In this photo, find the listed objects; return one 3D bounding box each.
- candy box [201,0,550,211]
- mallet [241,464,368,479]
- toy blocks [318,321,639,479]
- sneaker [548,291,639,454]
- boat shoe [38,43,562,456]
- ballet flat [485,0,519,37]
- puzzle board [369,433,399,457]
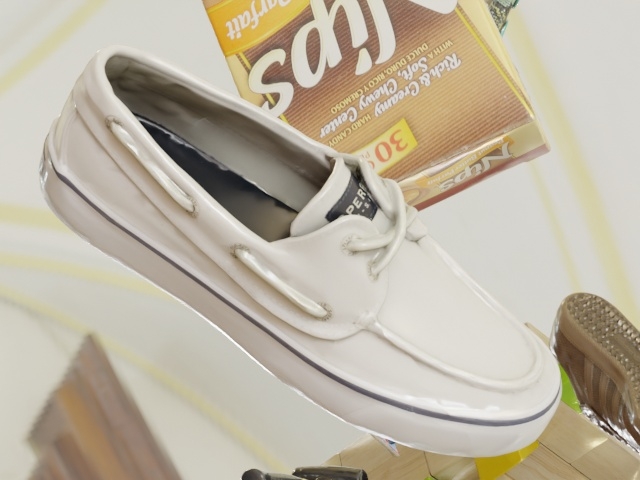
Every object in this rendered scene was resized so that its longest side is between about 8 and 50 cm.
[{"bbox_3d":[0.017,-0.171,1.262,0.316,0.183,0.087,68,9,19],"label":"candy box"},{"bbox_3d":[-0.026,0.188,1.360,0.062,0.190,0.039,-2,-101,27],"label":"mallet"},{"bbox_3d":[0.180,0.252,1.746,0.381,0.261,0.190,-37,-142,21],"label":"toy blocks"},{"bbox_3d":[0.240,0.123,1.347,0.188,0.066,0.071,57,-31,37],"label":"sneaker"},{"bbox_3d":[0.000,0.000,0.801,0.267,0.096,0.088,34,-44,4],"label":"boat shoe"},{"bbox_3d":[0.170,-0.238,1.792,0.070,0.070,0.188,31,-80,42],"label":"ballet flat"},{"bbox_3d":[0.033,0.124,1.574,0.096,0.011,0.128,49,16,-57],"label":"puzzle board"}]
